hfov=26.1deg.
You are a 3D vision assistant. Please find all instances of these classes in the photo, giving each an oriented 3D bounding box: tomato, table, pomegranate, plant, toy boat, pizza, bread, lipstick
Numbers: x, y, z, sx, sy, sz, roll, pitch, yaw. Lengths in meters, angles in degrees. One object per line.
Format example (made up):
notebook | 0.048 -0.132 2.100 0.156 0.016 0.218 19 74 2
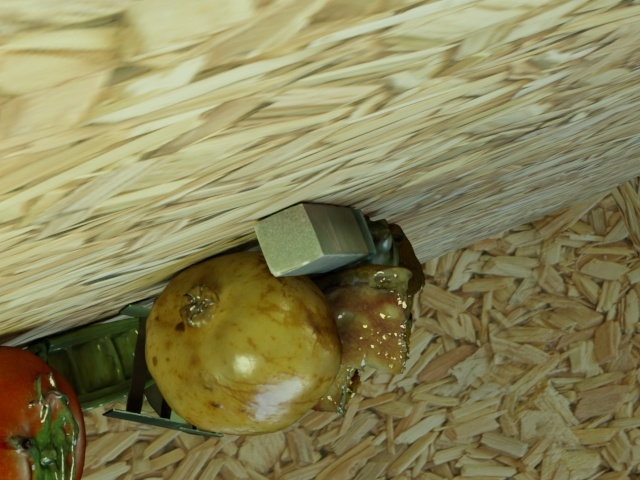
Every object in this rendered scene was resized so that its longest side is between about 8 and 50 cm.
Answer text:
tomato | -0.392 0.247 1.603 0.224 0.256 0.256 -5 -179 18
table | -0.195 0.178 1.862 0.175 0.146 0.062 14 161 -22
pomegranate | -0.095 0.123 1.670 0.248 0.248 0.248 -22 175 -2
plant | -0.032 0.046 1.962 0.333 0.180 0.251 5 175 21
toy boat | -0.324 0.175 1.870 0.276 0.111 0.084 -17 178 -42
pizza | 0.028 0.128 1.796 0.305 0.161 0.085 -43 178 37
bread | 0.105 0.041 2.235 0.069 0.128 0.140 -28 179 33
lipstick | 0.000 0.000 1.639 0.066 0.068 0.317 -22 175 12

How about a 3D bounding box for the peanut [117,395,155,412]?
peanut | -0.289 0.217 2.365 0.159 0.143 0.291 11 -175 7

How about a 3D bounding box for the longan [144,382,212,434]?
longan | -0.162 0.190 2.144 0.248 0.248 0.248 -22 175 -2
